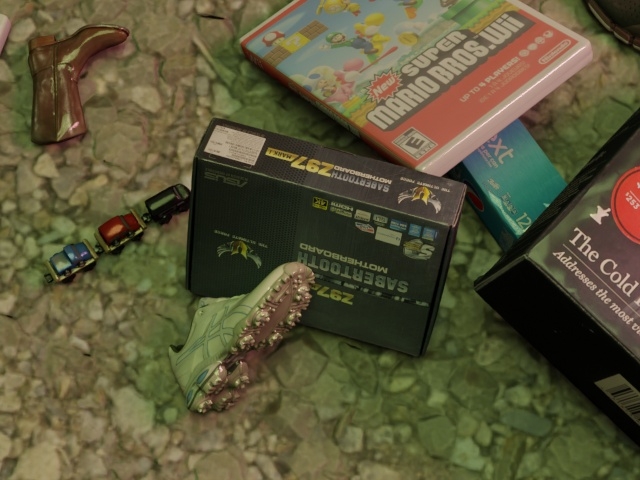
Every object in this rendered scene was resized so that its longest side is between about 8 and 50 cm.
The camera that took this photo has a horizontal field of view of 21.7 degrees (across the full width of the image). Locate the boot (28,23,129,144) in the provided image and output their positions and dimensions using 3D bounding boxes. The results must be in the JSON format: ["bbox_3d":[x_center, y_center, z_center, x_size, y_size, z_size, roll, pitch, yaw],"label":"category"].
[{"bbox_3d":[-0.231,-0.147,1.611,0.106,0.037,0.114,-12,67,11],"label":"boot"}]

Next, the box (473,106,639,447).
[{"bbox_3d":[0.371,0.033,1.429,0.343,0.179,0.312,43,75,1],"label":"box"}]

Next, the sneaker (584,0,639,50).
[{"bbox_3d":[0.379,-0.221,1.560,0.281,0.162,0.106,32,74,11],"label":"sneaker"}]

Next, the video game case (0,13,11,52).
[{"bbox_3d":[-0.436,-0.144,1.619,0.206,0.026,0.227,16,72,7],"label":"video game case"}]

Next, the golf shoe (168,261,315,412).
[{"bbox_3d":[-0.079,0.070,1.485,0.176,0.069,0.086,-50,60,22],"label":"golf shoe"}]

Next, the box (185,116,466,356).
[{"bbox_3d":[0.000,0.000,1.478,0.233,0.183,0.059,16,50,6],"label":"box"}]

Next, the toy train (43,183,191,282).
[{"bbox_3d":[-0.189,-0.007,1.561,0.158,0.036,0.027,-32,73,-10],"label":"toy train"}]

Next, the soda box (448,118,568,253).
[{"bbox_3d":[0.152,-0.089,1.568,0.071,0.067,0.210,-31,73,-10],"label":"soda box"}]

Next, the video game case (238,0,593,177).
[{"bbox_3d":[0.082,-0.177,1.550,0.204,0.025,0.285,-37,47,-15],"label":"video game case"}]
